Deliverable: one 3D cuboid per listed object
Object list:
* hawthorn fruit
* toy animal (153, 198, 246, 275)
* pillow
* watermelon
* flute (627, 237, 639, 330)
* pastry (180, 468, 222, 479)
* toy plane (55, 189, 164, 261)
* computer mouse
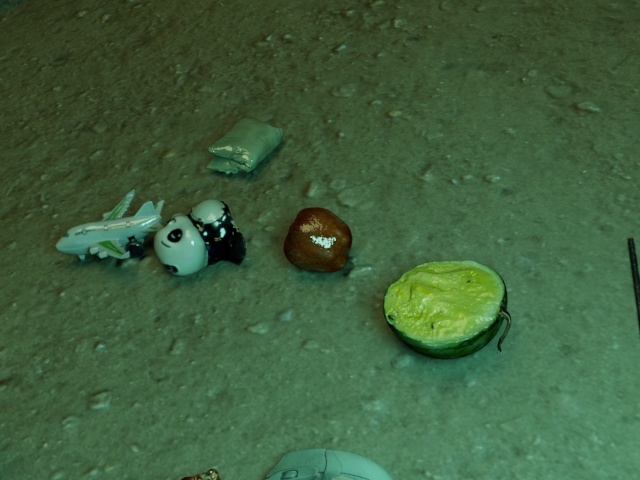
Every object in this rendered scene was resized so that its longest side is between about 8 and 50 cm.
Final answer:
[{"bbox_3d":[0.000,0.000,1.676,0.137,0.133,0.133,26,50,6],"label":"hawthorn fruit"},{"bbox_3d":[-0.262,0.000,1.740,0.179,0.138,0.166,-19,24,-13],"label":"toy animal"},{"bbox_3d":[-0.183,-0.234,2.032,0.134,0.078,0.181,14,45,25],"label":"pillow"},{"bbox_3d":[0.231,0.134,1.456,0.232,0.127,0.204,6,44,24],"label":"watermelon"},{"bbox_3d":[0.577,0.088,1.498,0.014,0.014,0.270,-1,43,14],"label":"flute"},{"bbox_3d":[-0.182,0.447,1.240,0.097,0.115,0.209,-3,38,-6],"label":"pastry"},{"bbox_3d":[-0.462,-0.011,1.835,0.255,0.101,0.251,-19,36,3],"label":"toy plane"},{"bbox_3d":[0.007,0.378,1.289,0.228,0.068,0.113,1,41,16],"label":"computer mouse"}]
